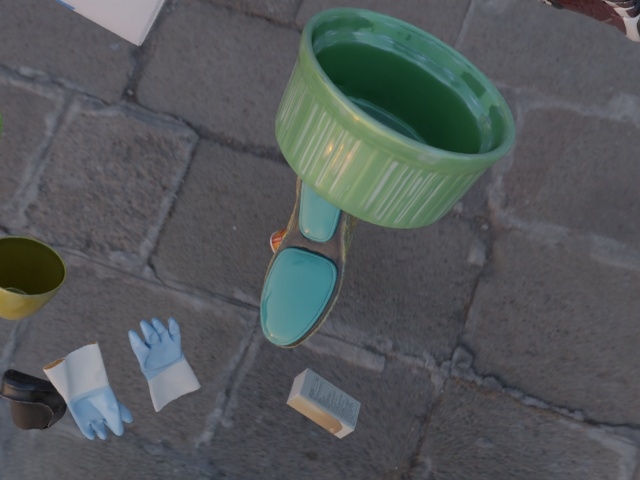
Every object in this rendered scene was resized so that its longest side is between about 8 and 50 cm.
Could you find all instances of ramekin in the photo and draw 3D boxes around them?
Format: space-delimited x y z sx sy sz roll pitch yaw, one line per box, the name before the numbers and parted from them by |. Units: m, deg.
ramekin | 0.088 -0.157 1.101 0.303 0.148 0.303 18 40 -16

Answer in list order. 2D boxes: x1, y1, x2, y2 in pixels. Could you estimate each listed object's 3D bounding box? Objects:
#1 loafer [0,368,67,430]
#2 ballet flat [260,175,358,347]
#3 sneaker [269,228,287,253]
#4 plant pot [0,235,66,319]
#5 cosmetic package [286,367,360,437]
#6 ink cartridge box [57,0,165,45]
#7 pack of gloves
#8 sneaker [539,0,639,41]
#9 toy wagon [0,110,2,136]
loafer | -0.437 0.255 1.284 0.080 0.220 0.078 17 71 7
ballet flat | 0.000 0.000 1.264 0.123 0.123 0.348 19 111 10
sneaker | -0.008 0.010 1.509 0.067 0.175 0.064 -10 82 48
plant pot | -0.489 0.072 1.344 0.134 0.134 0.095 40 124 14
cosmetic package | 0.006 0.269 1.376 0.115 0.041 0.060 37 41 -13
ink cartridge box | -0.220 -0.373 0.941 0.171 0.168 0.232 26 36 -16
pack of gloves | -0.281 0.220 1.251 0.195 0.232 0.046 -26 52 -16
sneaker | 0.219 -0.274 0.762 0.162 0.281 0.106 25 87 31
toy wagon | -0.359 -0.005 0.545 0.267 0.068 0.344 8 59 -28
